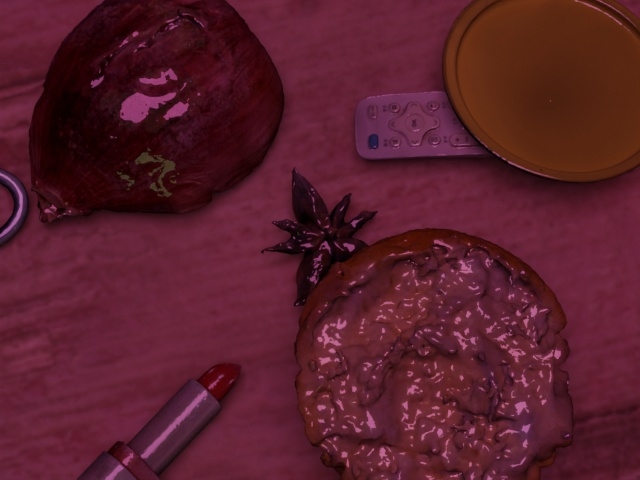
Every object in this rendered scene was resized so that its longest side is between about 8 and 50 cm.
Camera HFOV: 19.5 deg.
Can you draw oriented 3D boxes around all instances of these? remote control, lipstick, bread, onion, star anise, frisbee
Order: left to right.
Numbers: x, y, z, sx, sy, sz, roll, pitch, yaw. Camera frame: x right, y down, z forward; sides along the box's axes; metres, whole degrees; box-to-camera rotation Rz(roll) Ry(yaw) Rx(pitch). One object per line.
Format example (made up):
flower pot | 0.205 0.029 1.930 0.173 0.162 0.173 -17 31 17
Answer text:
onion | -0.177 -0.127 1.803 0.227 0.120 0.283 42 81 13
lipstick | -0.144 0.183 1.771 0.186 0.057 0.063 -45 110 -15
star anise | -0.001 -0.011 1.807 0.124 0.056 0.129 -20 81 -16
bread | 0.102 0.125 1.734 0.274 0.149 0.274 1 80 -6
remote control | 0.148 -0.110 1.837 0.229 0.044 0.073 -3 66 3
frisbee | 0.234 -0.157 1.827 0.236 0.017 0.236 4 62 -8

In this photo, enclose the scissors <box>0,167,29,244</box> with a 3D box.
scissors | -0.498 -0.001 1.822 0.383 0.029 0.256 -41 80 -7
